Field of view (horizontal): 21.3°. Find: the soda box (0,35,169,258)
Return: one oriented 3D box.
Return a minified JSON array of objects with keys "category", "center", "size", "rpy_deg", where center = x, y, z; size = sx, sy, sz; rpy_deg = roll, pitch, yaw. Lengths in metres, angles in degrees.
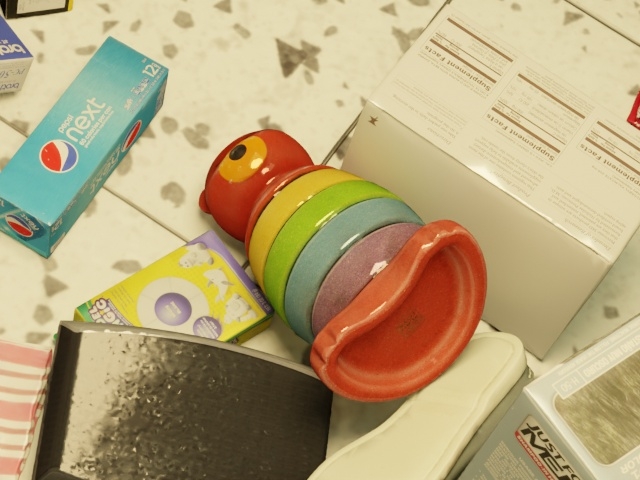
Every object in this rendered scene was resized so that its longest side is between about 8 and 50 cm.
[{"category":"soda box","center":[-0.228,-0.091,1.606],"size":[0.071,0.067,0.210],"rpy_deg":[30,60,5]}]

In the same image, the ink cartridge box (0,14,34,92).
[{"category":"ink cartridge box","center":[-0.381,-0.176,1.580],"size":[0.207,0.046,0.097],"rpy_deg":[-11,52,-44]}]

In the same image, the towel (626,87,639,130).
[{"category":"towel","center":[0.481,-0.138,1.809],"size":[0.275,0.031,0.199],"rpy_deg":[27,59,3]}]

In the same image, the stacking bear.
[{"category":"stacking bear","center":[0.000,0.000,1.533],"size":[0.175,0.164,0.289],"rpy_deg":[-46,53,-2]}]

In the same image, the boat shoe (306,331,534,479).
[{"category":"boat shoe","center":[0.087,0.207,1.480],"size":[0.116,0.099,0.319],"rpy_deg":[8,39,41]}]

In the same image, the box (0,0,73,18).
[{"category":"box","center":[-0.310,-0.421,1.658],"size":[0.079,0.257,0.322],"rpy_deg":[-14,65,-18]}]

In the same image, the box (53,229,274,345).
[{"category":"box","center":[-0.144,0.076,1.550],"size":[0.179,0.043,0.105],"rpy_deg":[-32,73,-24]}]

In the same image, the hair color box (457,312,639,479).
[{"category":"hair color box","center":[0.211,0.191,1.373],"size":[0.185,0.374,0.113],"rpy_deg":[-29,72,-25]}]

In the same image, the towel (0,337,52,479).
[{"category":"towel","center":[-0.322,0.165,1.470],"size":[0.144,0.029,0.197],"rpy_deg":[14,60,-4]}]

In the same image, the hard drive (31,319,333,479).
[{"category":"hard drive","center":[-0.111,0.163,1.471],"size":[0.255,0.054,0.172],"rpy_deg":[13,71,-16]}]

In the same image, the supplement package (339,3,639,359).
[{"category":"supplement package","center":[0.164,-0.051,1.591],"size":[0.262,0.204,0.145],"rpy_deg":[35,60,8]}]
